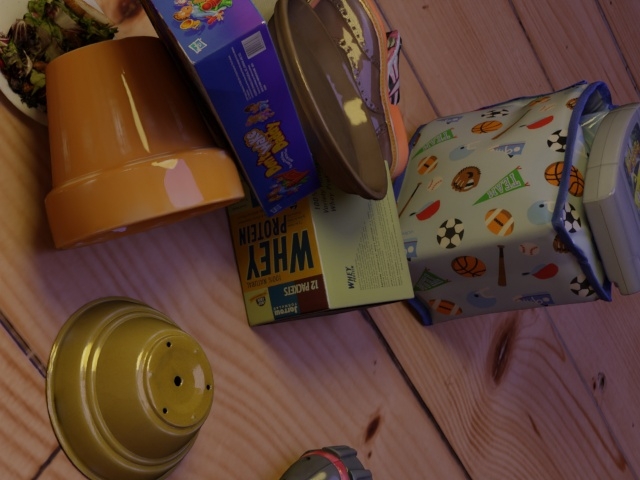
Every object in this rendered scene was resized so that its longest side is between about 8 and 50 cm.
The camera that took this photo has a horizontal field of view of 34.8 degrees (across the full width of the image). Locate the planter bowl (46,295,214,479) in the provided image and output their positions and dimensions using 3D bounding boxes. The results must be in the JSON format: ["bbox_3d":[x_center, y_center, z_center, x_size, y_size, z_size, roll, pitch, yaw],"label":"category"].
[{"bbox_3d":[-0.181,0.158,1.107,0.217,0.090,0.217,25,57,-46],"label":"planter bowl"}]

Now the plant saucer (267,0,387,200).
[{"bbox_3d":[0.007,-0.171,1.250,0.278,0.041,0.278,57,17,-29],"label":"plant saucer"}]

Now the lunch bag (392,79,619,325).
[{"bbox_3d":[0.300,-0.077,1.625,0.239,0.328,0.385,51,41,-37],"label":"lunch bag"}]

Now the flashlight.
[{"bbox_3d":[-0.062,0.304,1.195,0.304,0.103,0.103,7,73,-52],"label":"flashlight"}]

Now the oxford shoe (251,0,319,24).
[{"bbox_3d":[-0.050,-0.385,1.325,0.147,0.140,0.397,21,94,-41],"label":"oxford shoe"}]

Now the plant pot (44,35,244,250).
[{"bbox_3d":[-0.204,-0.106,1.078,0.205,0.205,0.187,-17,91,-54],"label":"plant pot"}]

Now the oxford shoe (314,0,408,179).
[{"bbox_3d":[0.023,-0.249,1.503,0.133,0.130,0.363,-27,98,-47],"label":"oxford shoe"}]

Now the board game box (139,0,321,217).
[{"bbox_3d":[-0.112,-0.198,1.099,0.233,0.078,0.347,57,-4,24],"label":"board game box"}]

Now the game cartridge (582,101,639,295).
[{"bbox_3d":[0.460,-0.080,1.531,0.196,0.060,0.294,61,37,-23],"label":"game cartridge"}]

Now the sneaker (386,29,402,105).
[{"bbox_3d":[0.099,-0.259,1.666,0.077,0.072,0.178,48,50,-48],"label":"sneaker"}]

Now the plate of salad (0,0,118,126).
[{"bbox_3d":[-0.292,-0.220,1.140,0.200,0.048,0.199,24,59,-47],"label":"plate of salad"}]

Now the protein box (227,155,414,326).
[{"bbox_3d":[0.000,0.000,1.365,0.201,0.136,0.199,-3,80,-54],"label":"protein box"}]
